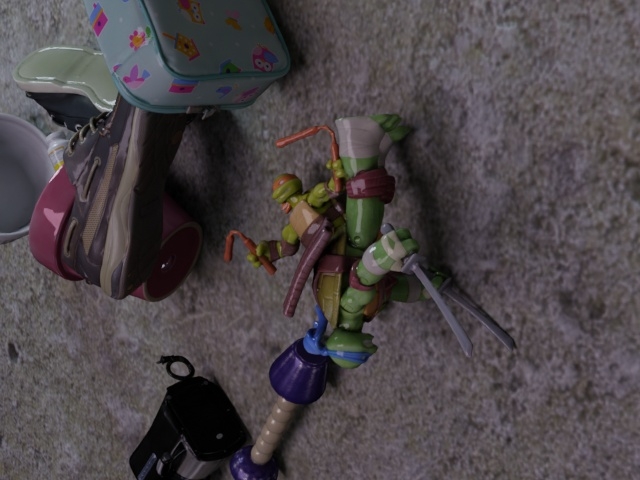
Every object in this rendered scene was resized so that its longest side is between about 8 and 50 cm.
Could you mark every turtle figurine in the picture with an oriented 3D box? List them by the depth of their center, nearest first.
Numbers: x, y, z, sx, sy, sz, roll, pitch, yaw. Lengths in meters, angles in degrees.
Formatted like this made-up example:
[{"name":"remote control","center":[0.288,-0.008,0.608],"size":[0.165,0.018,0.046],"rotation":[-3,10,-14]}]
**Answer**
[{"name":"turtle figurine","center":[0.098,0.002,1.502],"size":[0.275,0.198,0.266],"rotation":[-7,84,42]},{"name":"turtle figurine","center":[0.000,0.000,1.678],"size":[0.217,0.087,0.269],"rotation":[52,131,12]}]

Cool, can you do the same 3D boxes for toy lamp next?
[{"name":"toy lamp","center":[-0.054,0.229,1.849],"size":[0.080,0.080,0.274],"rotation":[51,137,25]}]

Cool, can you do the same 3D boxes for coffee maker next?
[{"name":"coffee maker","center":[-0.201,0.286,2.048],"size":[0.178,0.120,0.171],"rotation":[-55,38,45]}]

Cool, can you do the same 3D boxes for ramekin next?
[{"name":"ramekin","center":[-0.519,-0.089,2.202],"size":[0.109,0.207,0.207],"rotation":[-34,77,61]}]

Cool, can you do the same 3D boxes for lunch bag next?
[{"name":"lunch bag","center":[-0.165,-0.278,1.659],"size":[0.108,0.224,0.279],"rotation":[-35,71,40]}]

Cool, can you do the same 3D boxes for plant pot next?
[{"name":"plant pot","center":[-0.272,-0.012,1.945],"size":[0.180,0.201,0.201],"rotation":[30,129,21]}]

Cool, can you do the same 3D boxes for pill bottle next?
[{"name":"pill bottle","center":[-0.394,-0.126,2.154],"size":[0.043,0.043,0.083],"rotation":[-37,75,51]}]

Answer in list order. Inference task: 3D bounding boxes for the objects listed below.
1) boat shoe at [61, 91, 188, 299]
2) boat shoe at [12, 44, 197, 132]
[{"name":"boat shoe","center":[-0.263,-0.100,1.765],"size":[0.130,0.132,0.355],"rotation":[18,107,13]},{"name":"boat shoe","center":[-0.284,-0.188,1.936],"size":[0.340,0.127,0.113],"rotation":[10,140,34]}]
